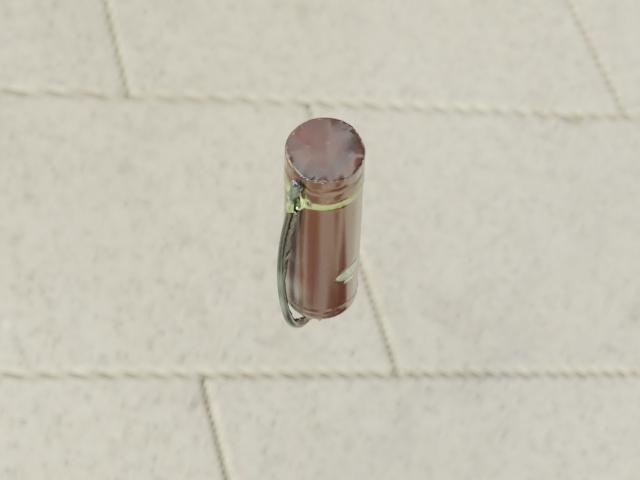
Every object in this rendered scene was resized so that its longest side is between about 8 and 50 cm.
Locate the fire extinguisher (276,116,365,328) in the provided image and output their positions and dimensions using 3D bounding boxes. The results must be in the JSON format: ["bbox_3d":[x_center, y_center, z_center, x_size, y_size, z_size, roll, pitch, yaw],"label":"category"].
[{"bbox_3d":[0.000,0.000,1.076,0.043,0.158,0.064,32,59,21],"label":"fire extinguisher"}]
